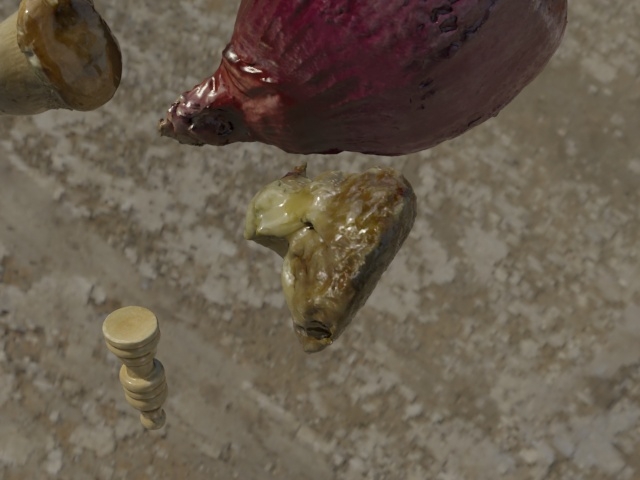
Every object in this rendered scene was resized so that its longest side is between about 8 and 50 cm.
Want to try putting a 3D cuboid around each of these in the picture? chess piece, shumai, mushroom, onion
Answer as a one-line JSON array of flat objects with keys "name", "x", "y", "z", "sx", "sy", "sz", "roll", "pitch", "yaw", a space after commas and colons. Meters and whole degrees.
[{"name": "chess piece", "x": -0.113, "y": 0.086, "z": 0.832, "sx": 0.035, "sy": 0.092, "sz": 0.035, "roll": -3, "pitch": 40, "yaw": 3}, {"name": "shumai", "x": 0.000, "y": 0.000, "z": 1.266, "sx": 0.153, "sy": 0.209, "sz": 0.161, "roll": 37, "pitch": 44, "yaw": 9}, {"name": "mushroom", "x": -0.217, "y": -0.120, "z": 0.873, "sx": 0.071, "sy": 0.209, "sz": 0.084, "roll": -47, "pitch": 122, "yaw": -36}, {"name": "onion", "x": 0.050, "y": -0.147, "z": 1.015, "sx": 0.348, "sy": 0.267, "sz": 0.159, "roll": -43, "pitch": 50, "yaw": 1}]
